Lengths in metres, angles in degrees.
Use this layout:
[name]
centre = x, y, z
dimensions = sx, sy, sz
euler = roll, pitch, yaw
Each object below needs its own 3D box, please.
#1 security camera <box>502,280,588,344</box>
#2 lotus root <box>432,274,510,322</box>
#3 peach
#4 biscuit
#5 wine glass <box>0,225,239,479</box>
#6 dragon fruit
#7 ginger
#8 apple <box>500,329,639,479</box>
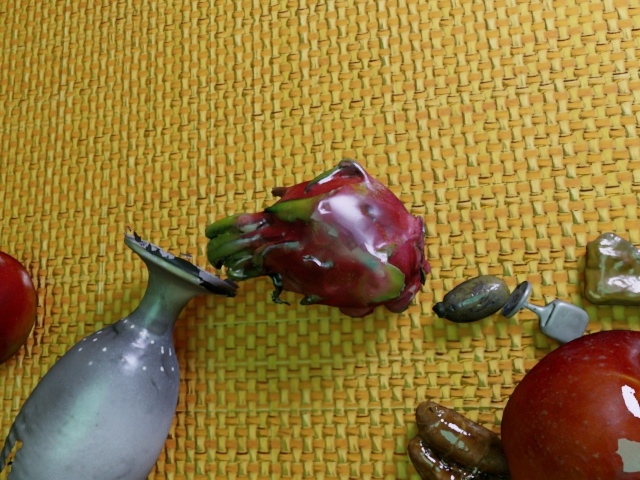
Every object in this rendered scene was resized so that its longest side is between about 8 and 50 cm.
[security camera]
centre = 0.282, 0.094, 0.648
dimensions = 0.092, 0.058, 0.058
euler = 31, 88, 5
[lotus root]
centre = 0.193, 0.078, 0.664
dimensions = 0.099, 0.054, 0.049
euler = -22, 54, 7
[peach]
centre = -0.523, 0.095, 0.771
dimensions = 0.198, 0.197, 0.197
euler = -3, 79, 13
[biscuit]
centre = 0.416, 0.003, 0.634
dimensions = 0.184, 0.039, 0.174
euler = -1, 80, 12
[wine glass]
centre = -0.258, 0.174, 0.683
dimensions = 0.191, 0.190, 0.356
euler = 28, 88, 17
[dragon fruit]
centre = 0.003, 0.018, 0.669
dimensions = 0.269, 0.198, 0.200
euler = -21, 119, 14
[ginger]
centre = 0.177, 0.269, 0.620
dimensions = 0.162, 0.073, 0.103
euler = 23, 86, 15
[apple]
centre = 0.304, 0.206, 0.528
dimensions = 0.219, 0.201, 0.218
euler = 10, 49, -12
